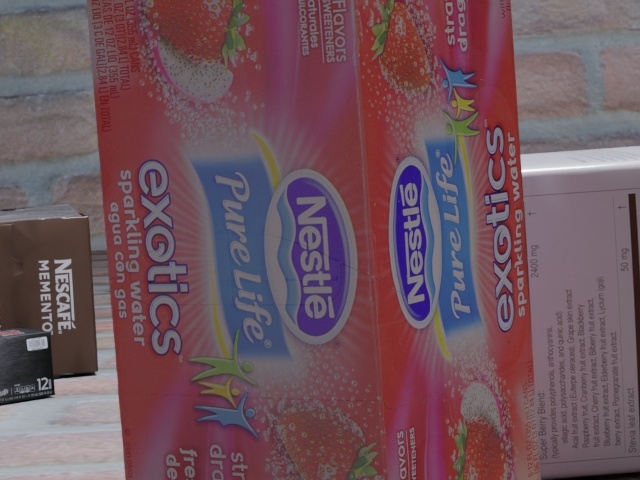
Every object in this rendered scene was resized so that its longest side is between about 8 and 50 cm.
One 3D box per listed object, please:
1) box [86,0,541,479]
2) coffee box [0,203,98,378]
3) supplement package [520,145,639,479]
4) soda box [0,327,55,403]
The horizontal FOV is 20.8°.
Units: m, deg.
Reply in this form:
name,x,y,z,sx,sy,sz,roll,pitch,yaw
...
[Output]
name,x,y,z,sx,sy,sz,roll,pitch,yaw
box,0.000,0.000,0.798,0.142,0.300,0.154,-1,4,33
coffee box,-0.264,0.043,1.592,0.098,0.141,0.246,-4,5,-11
supplement package,0.101,0.040,1.019,0.293,0.175,0.177,-4,5,-4
soda box,-0.295,0.105,1.354,0.169,0.053,0.060,-6,5,-35
